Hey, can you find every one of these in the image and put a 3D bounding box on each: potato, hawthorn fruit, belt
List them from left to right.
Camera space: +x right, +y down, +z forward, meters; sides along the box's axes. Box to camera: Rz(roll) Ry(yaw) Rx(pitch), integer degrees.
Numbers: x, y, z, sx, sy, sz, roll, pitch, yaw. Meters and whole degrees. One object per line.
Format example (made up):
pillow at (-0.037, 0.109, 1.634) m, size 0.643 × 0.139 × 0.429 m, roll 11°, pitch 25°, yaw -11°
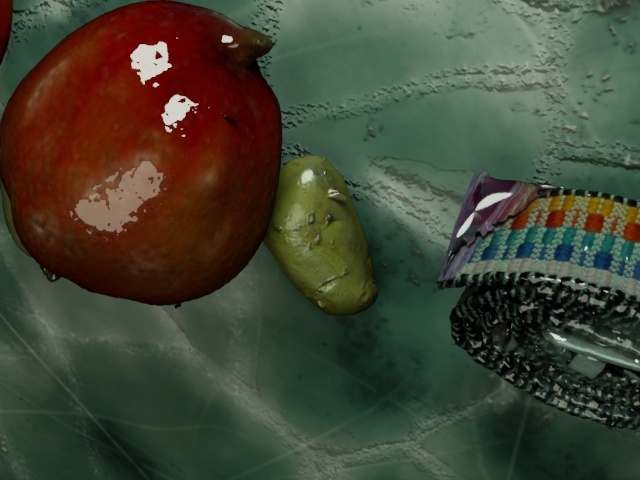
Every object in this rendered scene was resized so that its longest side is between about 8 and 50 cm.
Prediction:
hawthorn fruit at (-0.181, -0.090, 1.390) m, size 0.295 × 0.295 × 0.311 m, roll 15°, pitch 110°, yaw 13°
potato at (0.000, 0.000, 1.483) m, size 0.105 × 0.085 × 0.188 m, roll -25°, pitch 112°, yaw 9°
belt at (0.273, 0.058, 1.363) m, size 0.295 × 0.160 × 0.207 m, roll 14°, pitch 140°, yaw 16°

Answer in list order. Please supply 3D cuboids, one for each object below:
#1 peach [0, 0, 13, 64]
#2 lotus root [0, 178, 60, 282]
peach at (-0.422, -0.228, 1.453) m, size 0.196 × 0.190 × 0.226 m, roll 28°, pitch 120°, yaw -11°
lotus root at (-0.313, -0.043, 1.583) m, size 0.090 × 0.077 × 0.183 m, roll 3°, pitch 117°, yaw 16°
